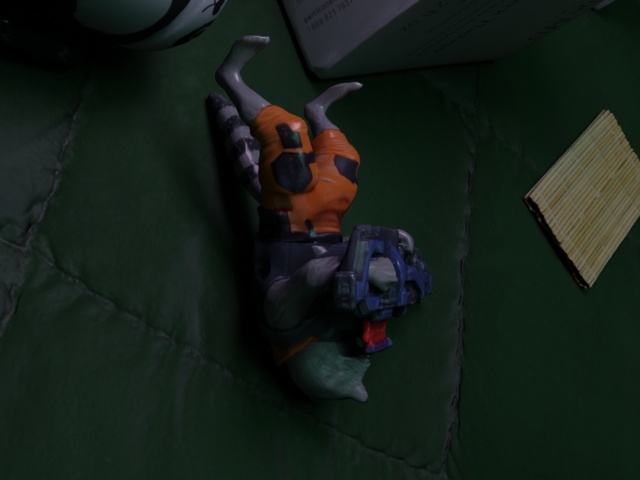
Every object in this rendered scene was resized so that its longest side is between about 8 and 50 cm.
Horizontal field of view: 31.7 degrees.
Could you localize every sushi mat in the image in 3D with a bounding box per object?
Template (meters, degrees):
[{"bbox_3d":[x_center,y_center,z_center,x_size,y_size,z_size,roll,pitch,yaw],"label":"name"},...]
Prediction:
[{"bbox_3d":[0.388,-0.066,1.587,0.151,0.019,0.316,58,43,-8],"label":"sushi mat"}]

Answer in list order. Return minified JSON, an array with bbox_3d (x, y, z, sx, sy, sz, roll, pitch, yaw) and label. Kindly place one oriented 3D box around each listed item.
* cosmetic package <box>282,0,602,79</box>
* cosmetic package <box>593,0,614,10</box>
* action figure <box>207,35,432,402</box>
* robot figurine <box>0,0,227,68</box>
[{"bbox_3d":[0.164,-0.413,1.305,0.393,0.329,0.327,-15,80,-47],"label":"cosmetic package"},{"bbox_3d":[0.377,-0.531,1.680,0.365,0.197,0.155,29,52,-30],"label":"cosmetic package"},{"bbox_3d":[0.000,0.000,1.111,0.341,0.178,0.330,30,51,-71],"label":"action figure"},{"bbox_3d":[-0.189,-0.263,0.951,0.278,0.209,0.173,18,62,-57],"label":"robot figurine"}]
